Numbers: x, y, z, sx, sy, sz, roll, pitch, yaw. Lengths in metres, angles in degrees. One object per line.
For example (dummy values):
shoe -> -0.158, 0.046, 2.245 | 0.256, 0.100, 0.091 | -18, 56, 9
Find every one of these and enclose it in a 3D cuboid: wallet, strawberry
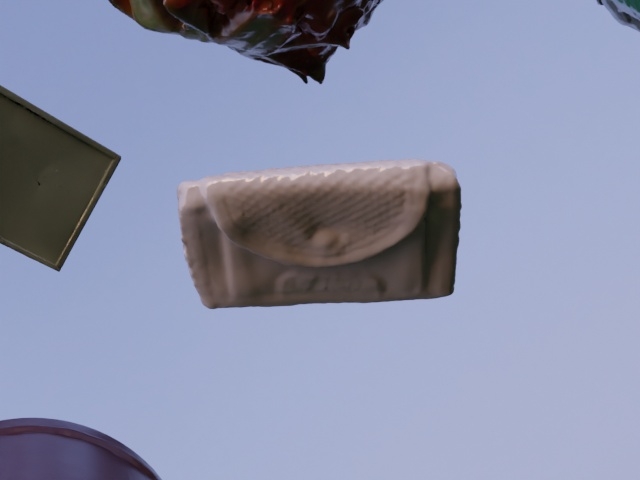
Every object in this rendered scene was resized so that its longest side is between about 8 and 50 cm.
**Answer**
wallet -> 0.000, 0.000, 0.827 | 0.183, 0.032, 0.124 | -4, -44, 0
strawberry -> -0.047, -0.315, 1.006 | 0.292, 0.292, 0.343 | 9, -75, -42

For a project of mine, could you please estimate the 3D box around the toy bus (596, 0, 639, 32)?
toy bus -> 0.286, -0.197, 0.724 | 0.183, 0.343, 0.199 | -33, -56, -4

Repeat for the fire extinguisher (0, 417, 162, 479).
fire extinguisher -> -0.090, 0.094, 0.319 | 0.106, 0.337, 0.147 | -44, -78, -8

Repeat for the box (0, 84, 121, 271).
box -> -0.322, -0.080, 1.188 | 0.225, 0.086, 0.129 | 32, -97, -37
